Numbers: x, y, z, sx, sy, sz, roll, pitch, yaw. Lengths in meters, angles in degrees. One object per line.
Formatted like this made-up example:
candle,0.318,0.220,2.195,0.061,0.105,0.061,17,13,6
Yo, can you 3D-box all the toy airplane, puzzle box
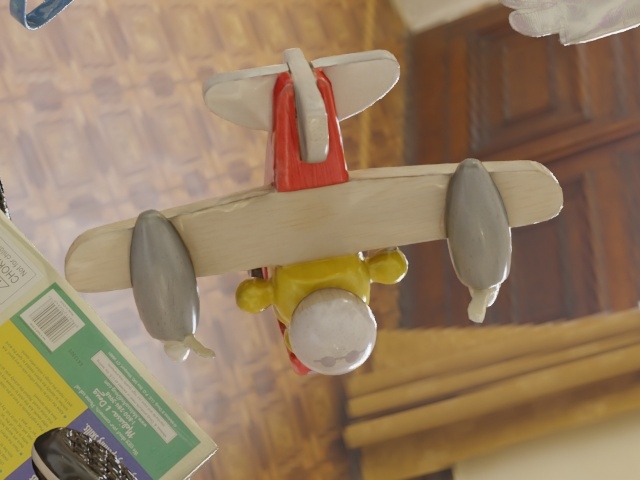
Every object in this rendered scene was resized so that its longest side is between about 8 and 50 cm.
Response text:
toy airplane,0.000,0.000,1.486,0.384,0.386,0.272,26,39,-39
puzzle box,-0.304,0.089,1.015,0.409,0.272,0.052,47,-19,7

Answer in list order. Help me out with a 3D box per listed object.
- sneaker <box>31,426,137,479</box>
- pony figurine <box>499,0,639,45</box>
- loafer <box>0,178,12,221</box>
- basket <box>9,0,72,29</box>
sneaker,-0.119,0.220,0.883,0.234,0.097,0.084,59,-4,-22
pony figurine,0.313,-0.358,1.331,0.363,0.351,0.302,-69,149,-73
loafer,-0.448,-0.046,1.943,0.078,0.076,0.223,-71,154,-86
basket,-0.234,-0.388,1.630,0.201,0.254,0.289,41,61,15
